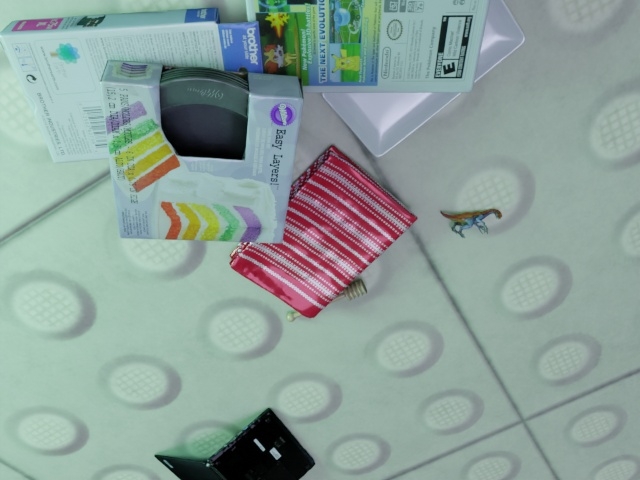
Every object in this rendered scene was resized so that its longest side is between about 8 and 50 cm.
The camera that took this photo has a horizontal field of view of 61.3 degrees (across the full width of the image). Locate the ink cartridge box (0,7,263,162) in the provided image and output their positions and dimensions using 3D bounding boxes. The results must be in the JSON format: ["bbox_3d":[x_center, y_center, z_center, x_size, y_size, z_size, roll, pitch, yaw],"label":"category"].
[{"bbox_3d":[-0.230,-0.207,0.729,0.311,0.065,0.185,-4,132,-2],"label":"ink cartridge box"}]

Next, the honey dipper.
[{"bbox_3d":[0.009,0.116,1.001,0.161,0.030,0.030,-26,122,13],"label":"honey dipper"}]

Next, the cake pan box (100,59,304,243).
[{"bbox_3d":[-0.158,-0.113,0.742,0.246,0.070,0.266,2,133,-13],"label":"cake pan box"}]

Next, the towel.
[{"bbox_3d":[0.000,0.000,0.909,0.199,0.031,0.275,37,111,-19],"label":"towel"}]

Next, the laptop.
[{"bbox_3d":[-0.189,0.502,1.234,0.264,0.136,0.234,-39,123,-13],"label":"laptop"}]

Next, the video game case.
[{"bbox_3d":[0.056,-0.330,0.639,0.300,0.036,0.329,0,134,2],"label":"video game case"}]

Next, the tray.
[{"bbox_3d":[0.144,-0.254,0.777,0.270,0.030,0.145,-38,120,16],"label":"tray"}]

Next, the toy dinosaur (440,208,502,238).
[{"bbox_3d":[0.268,-0.038,0.928,0.082,0.047,0.090,-41,109,-3],"label":"toy dinosaur"}]
